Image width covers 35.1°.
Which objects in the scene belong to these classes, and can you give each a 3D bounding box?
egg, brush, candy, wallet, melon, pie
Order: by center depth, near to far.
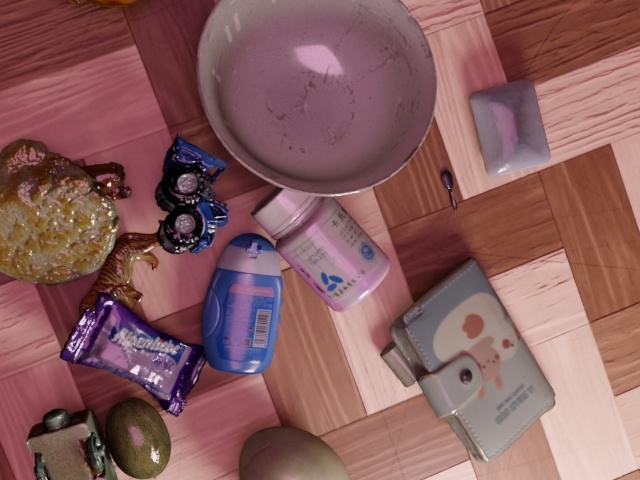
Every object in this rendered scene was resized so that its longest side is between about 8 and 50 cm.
[{"bbox_3d":[-0.499,-0.044,1.834,0.274,0.105,0.257,16,99,-10],"label":"pie"},{"bbox_3d":[-0.338,0.373,1.879,0.114,0.114,0.167,-21,106,-8],"label":"melon"},{"bbox_3d":[-0.338,0.214,1.880,0.275,0.070,0.145,33,83,-27],"label":"candy"},{"bbox_3d":[-0.046,0.456,1.899,0.186,0.186,0.253,-44,99,-5],"label":"egg"},{"bbox_3d":[0.301,0.243,1.989,0.252,0.083,0.360,-36,99,-25],"label":"wallet"},{"bbox_3d":[0.375,-0.223,1.995,0.138,0.071,0.174,-15,95,-9],"label":"candy"},{"bbox_3d":[0.259,-0.100,2.014,0.024,0.008,0.083,-16,96,-12],"label":"brush"}]

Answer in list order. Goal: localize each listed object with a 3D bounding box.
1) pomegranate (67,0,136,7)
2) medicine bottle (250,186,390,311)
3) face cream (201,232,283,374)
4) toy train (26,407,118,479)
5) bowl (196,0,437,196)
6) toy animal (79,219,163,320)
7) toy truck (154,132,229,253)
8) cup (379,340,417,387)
[{"bbox_3d":[-0.385,-0.507,1.772,0.215,0.215,0.215,-1,93,-10],"label":"pomegranate"},{"bbox_3d":[0.000,0.000,1.900,0.152,0.152,0.254,-43,101,-5],"label":"medicine bottle"},{"bbox_3d":[-0.146,0.117,1.914,0.149,0.083,0.264,8,92,-14],"label":"face cream"},{"bbox_3d":[-0.432,0.452,1.847,0.129,0.159,0.326,-18,100,-6],"label":"toy train"},{"bbox_3d":[-0.021,-0.270,1.841,0.435,0.196,0.434,2,79,-12],"label":"bowl"},{"bbox_3d":[-0.365,0.062,1.886,0.099,0.057,0.241,26,89,-10],"label":"toy animal"},{"bbox_3d":[-0.235,-0.083,1.856,0.126,0.113,0.208,-1,80,-18],"label":"toy truck"},{"bbox_3d":[0.169,0.236,1.990,0.075,0.054,0.083,-39,98,18],"label":"cup"}]
